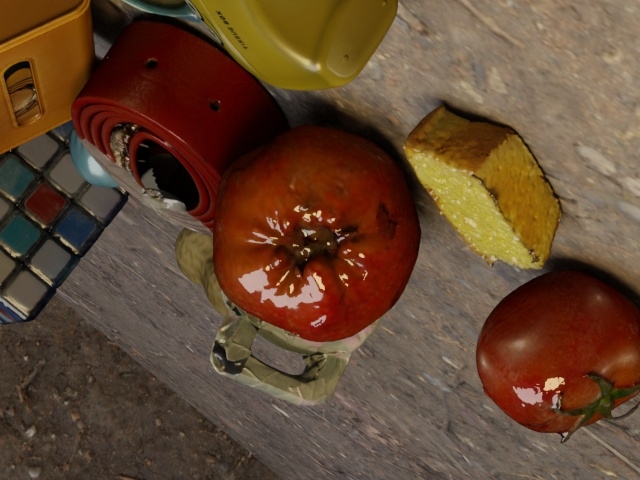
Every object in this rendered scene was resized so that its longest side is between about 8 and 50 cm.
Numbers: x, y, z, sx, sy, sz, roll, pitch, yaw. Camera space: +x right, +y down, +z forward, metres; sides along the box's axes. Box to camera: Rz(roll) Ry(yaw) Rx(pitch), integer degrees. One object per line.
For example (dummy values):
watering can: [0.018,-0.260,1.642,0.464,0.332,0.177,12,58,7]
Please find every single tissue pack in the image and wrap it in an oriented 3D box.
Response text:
tissue pack: [-0.038,-0.199,0.926,0.127,0.123,0.178,20,158,43]
tissue pack: [-0.343,-0.206,1.323,0.145,0.194,0.274,61,167,10]

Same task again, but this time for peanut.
peanut: [-0.110,0.034,1.685,0.123,0.123,0.257,46,175,-33]

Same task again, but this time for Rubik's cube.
Rubik's cube: [-0.460,-0.072,1.832,0.293,0.287,0.292,41,162,-14]

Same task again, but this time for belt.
belt: [-0.150,-0.108,1.406,0.227,0.115,0.324,29,163,10]

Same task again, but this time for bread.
bread: [0.146,-0.040,1.112,0.103,0.065,0.187,16,153,45]

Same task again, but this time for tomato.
tomato: [0.230,0.103,1.202,0.167,0.167,0.167,32,163,11]

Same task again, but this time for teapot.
teapot: [-0.011,0.077,1.496,0.163,0.221,0.178,-32,122,34]

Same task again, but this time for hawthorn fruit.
hawthorn fruit: [0.000,0.000,1.294,0.211,0.211,0.299,33,177,11]

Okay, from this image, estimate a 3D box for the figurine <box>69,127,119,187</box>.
figurine: [-0.321,-0.173,1.606,0.260,0.103,0.205,51,158,-16]

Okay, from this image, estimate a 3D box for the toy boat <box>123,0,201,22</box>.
toy boat: [-0.164,-0.264,1.064,0.102,0.088,0.215,11,149,48]
